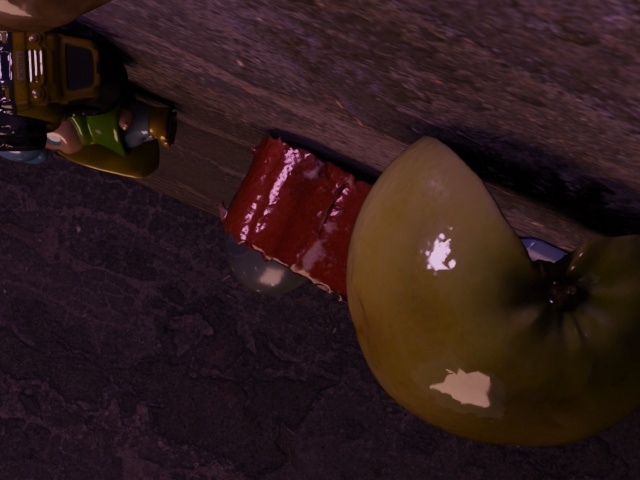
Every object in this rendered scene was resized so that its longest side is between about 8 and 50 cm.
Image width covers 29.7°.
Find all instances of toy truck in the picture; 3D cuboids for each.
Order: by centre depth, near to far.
[{"bbox_3d":[-0.284,-0.175,1.289,0.165,0.147,0.224,-3,-179,-12],"label":"toy truck"}]

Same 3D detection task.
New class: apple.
[{"bbox_3d":[0.159,0.062,1.047,0.295,0.233,0.258,23,180,-6],"label":"apple"}]

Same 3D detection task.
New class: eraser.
[{"bbox_3d":[0.248,0.028,1.467,0.082,0.036,0.225,26,176,-10],"label":"eraser"}]

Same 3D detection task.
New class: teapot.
[{"bbox_3d":[0.000,0.000,1.666,0.251,0.183,0.183,14,-179,-32],"label":"teapot"}]

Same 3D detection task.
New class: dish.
[{"bbox_3d":[-0.300,-0.158,1.703,0.149,0.080,0.208,-3,-153,-44],"label":"dish"}]

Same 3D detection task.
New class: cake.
[{"bbox_3d":[0.021,-0.015,1.454,0.283,0.150,0.177,25,-173,-5],"label":"cake"}]

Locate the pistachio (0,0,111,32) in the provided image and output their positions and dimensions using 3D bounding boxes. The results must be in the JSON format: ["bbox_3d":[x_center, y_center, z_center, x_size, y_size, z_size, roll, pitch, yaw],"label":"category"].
[{"bbox_3d":[-0.196,-0.194,0.697,0.185,0.108,0.126,32,147,-11],"label":"pistachio"}]

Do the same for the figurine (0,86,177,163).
[{"bbox_3d":[-0.319,-0.165,1.561,0.263,0.143,0.162,7,-178,1],"label":"figurine"}]
